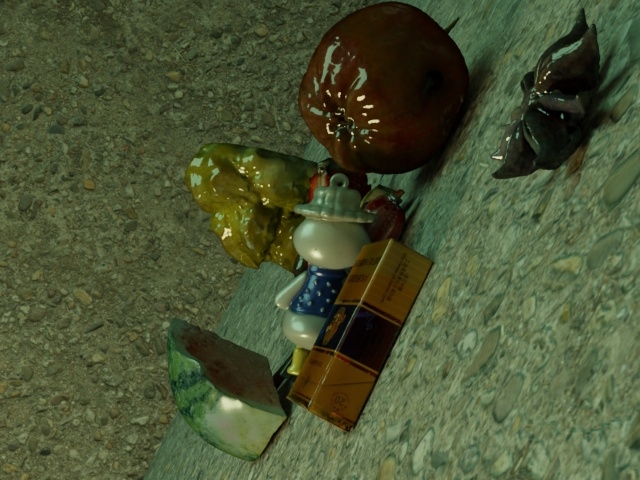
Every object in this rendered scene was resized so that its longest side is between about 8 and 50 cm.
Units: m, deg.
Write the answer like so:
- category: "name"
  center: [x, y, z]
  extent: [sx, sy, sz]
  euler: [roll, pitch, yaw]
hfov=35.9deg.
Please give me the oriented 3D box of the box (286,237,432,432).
- category: "box"
  center: [0.046, 0.118, 1.266]
  extent: [0.237, 0.070, 0.152]
  euler: [-65, 9, -8]

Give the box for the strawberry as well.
- category: "strawberry"
  center: [0.040, -0.022, 1.692]
  extent: [0.190, 0.111, 0.236]
  euler: [-127, 41, -70]

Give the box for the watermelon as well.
- category: "watermelon"
  center: [-0.159, 0.258, 1.655]
  extent: [0.176, 0.256, 0.260]
  euler: [-31, 16, 3]

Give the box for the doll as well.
- category: "doll"
  center: [0.008, 0.051, 1.394]
  extent: [0.119, 0.138, 0.293]
  euler: [-5, -78, -75]

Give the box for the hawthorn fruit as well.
- category: "hawthorn fruit"
  center: [0.095, -0.225, 1.479]
  extent: [0.258, 0.258, 0.262]
  euler: [-58, -2, 29]

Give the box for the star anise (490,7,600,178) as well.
- category: "star anise"
  center: [0.230, -0.137, 0.965]
  extent: [0.204, 0.061, 0.180]
  euler: [-80, 14, -73]

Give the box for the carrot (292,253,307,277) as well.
- category: "carrot"
  center: [0.000, 0.000, 1.973]
  extent: [0.186, 0.060, 0.060]
  euler: [-63, 8, -18]

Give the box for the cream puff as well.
- category: "cream puff"
  center: [-0.138, -0.067, 2.124]
  extent: [0.291, 0.324, 0.257]
  euler: [2, 83, 50]

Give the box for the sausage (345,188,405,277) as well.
- category: "sausage"
  center: [0.050, 0.039, 1.476]
  extent: [0.274, 0.074, 0.074]
  euler: [-60, 9, 18]

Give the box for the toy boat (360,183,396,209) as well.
- category: "toy boat"
  center: [0.074, -0.020, 1.540]
  extent: [0.066, 0.065, 0.172]
  euler: [-56, -7, -48]

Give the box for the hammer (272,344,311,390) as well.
- category: "hammer"
  center: [-0.077, 0.246, 1.735]
  extent: [0.287, 0.033, 0.111]
  euler: [-54, 11, 47]
